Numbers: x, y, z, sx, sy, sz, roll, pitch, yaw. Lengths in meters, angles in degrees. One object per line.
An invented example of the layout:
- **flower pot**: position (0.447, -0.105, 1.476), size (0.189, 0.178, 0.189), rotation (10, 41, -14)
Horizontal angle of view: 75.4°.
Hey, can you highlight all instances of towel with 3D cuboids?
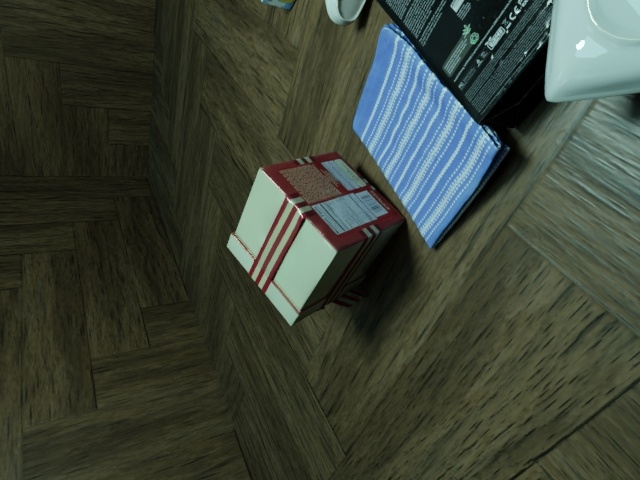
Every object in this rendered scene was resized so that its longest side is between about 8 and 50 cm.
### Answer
- **towel**: position (0.159, -0.185, 0.728), size (0.336, 0.040, 0.243), rotation (64, 153, 29)

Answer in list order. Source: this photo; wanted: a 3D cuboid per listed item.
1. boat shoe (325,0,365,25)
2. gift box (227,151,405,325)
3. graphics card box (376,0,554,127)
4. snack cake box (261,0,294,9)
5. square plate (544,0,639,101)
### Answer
- **boat shoe**: position (0.083, -0.550, 0.771), size (0.096, 0.098, 0.277), rotation (47, 131, 45)
- **gift box**: position (0.000, 0.000, 0.857), size (0.255, 0.276, 0.258), rotation (51, 133, 23)
- **graphics card box**: position (0.222, -0.369, 0.583), size (0.233, 0.094, 0.371), rotation (-57, 47, 44)
- **snack cake box**: position (-0.070, -0.727, 0.999), size (0.264, 0.089, 0.152), rotation (-33, 65, 55)
- **square plate**: position (0.357, -0.301, 0.300), size (0.343, 0.049, 0.348), rotation (9, 104, 44)
